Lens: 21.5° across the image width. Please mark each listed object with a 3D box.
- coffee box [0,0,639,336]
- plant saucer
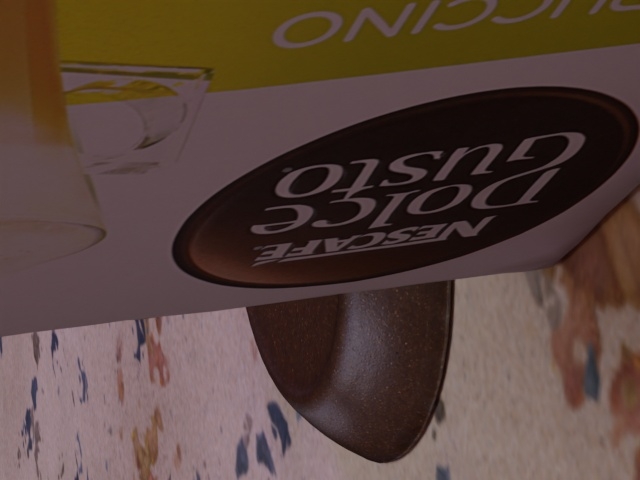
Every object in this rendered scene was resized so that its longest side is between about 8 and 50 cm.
[{"bbox_3d":[-0.067,-0.182,0.434,0.334,0.337,0.338,125,134,-61],"label":"coffee box"},{"bbox_3d":[0.000,0.000,0.735,0.198,0.036,0.198,174,90,-71],"label":"plant saucer"}]
